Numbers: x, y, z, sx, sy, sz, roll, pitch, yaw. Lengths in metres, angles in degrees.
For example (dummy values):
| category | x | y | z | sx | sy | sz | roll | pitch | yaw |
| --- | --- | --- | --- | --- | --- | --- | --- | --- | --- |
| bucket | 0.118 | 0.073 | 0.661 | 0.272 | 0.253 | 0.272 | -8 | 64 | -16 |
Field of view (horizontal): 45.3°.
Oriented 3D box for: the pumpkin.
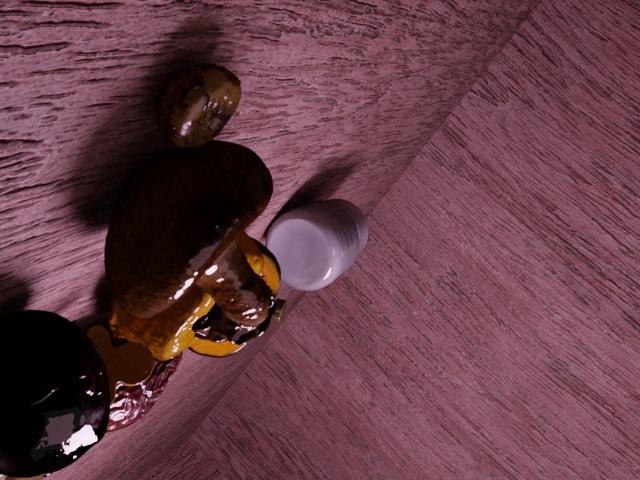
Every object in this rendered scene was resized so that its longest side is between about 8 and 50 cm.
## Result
| category | x | y | z | sx | sy | sz | roll | pitch | yaw |
| --- | --- | --- | --- | --- | --- | --- | --- | --- | --- |
| pumpkin | -0.244 | 0.112 | 1.937 | 0.325 | 0.242 | 0.232 | -54 | -162 | 14 |

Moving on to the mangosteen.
| category | x | y | z | sx | sy | sz | roll | pitch | yaw |
| --- | --- | --- | --- | --- | --- | --- | --- | --- | --- |
| mangosteen | -0.487 | 0.248 | 1.232 | 0.287 | 0.287 | 0.233 | -42 | 159 | -30 |

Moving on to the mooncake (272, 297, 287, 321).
| category | x | y | z | sx | sy | sz | roll | pitch | yaw |
| --- | --- | --- | --- | --- | --- | --- | --- | --- | --- |
| mooncake | -0.120 | 0.168 | 2.007 | 0.150 | 0.057 | 0.347 | -66 | -172 | -21 |

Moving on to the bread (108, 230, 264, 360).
| category | x | y | z | sx | sy | sz | roll | pitch | yaw |
| --- | --- | --- | --- | --- | --- | --- | --- | --- | --- |
| bread | -0.275 | 0.092 | 1.623 | 0.337 | 0.204 | 0.358 | -47 | 173 | 27 |

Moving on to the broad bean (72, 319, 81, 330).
| category | x | y | z | sx | sy | sz | roll | pitch | yaw |
| --- | --- | --- | --- | --- | --- | --- | --- | --- | --- |
| broad bean | -0.505 | 0.257 | 1.456 | 0.065 | 0.046 | 0.254 | 73 | 19 | -50 |

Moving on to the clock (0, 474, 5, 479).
| category | x | y | z | sx | sy | sz | roll | pitch | yaw |
| --- | --- | --- | --- | --- | --- | --- | --- | --- | --- |
| clock | -0.651 | 0.394 | 1.477 | 0.284 | 0.114 | 0.309 | -47 | 173 | -9 |

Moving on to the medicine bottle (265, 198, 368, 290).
| category | x | y | z | sx | sy | sz | roll | pitch | yaw |
| --- | --- | --- | --- | --- | --- | --- | --- | --- | --- |
| medicine bottle | 0.000 | 0.000 | 2.308 | 0.245 | 0.245 | 0.306 | -52 | 169 | 27 |

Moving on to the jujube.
| category | x | y | z | sx | sy | sz | roll | pitch | yaw |
| --- | --- | --- | --- | --- | --- | --- | --- | --- | --- |
| jujube | -0.432 | 0.278 | 1.684 | 0.216 | 0.216 | 0.342 | -52 | 169 | 28 |

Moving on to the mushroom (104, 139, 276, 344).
| category | x | y | z | sx | sy | sz | roll | pitch | yaw |
| --- | --- | --- | --- | --- | --- | --- | --- | --- | --- |
| mushroom | -0.201 | 0.026 | 1.297 | 0.331 | 0.356 | 0.334 | -27 | -178 | -33 |

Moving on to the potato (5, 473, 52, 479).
| category | x | y | z | sx | sy | sz | roll | pitch | yaw |
| --- | --- | --- | --- | --- | --- | --- | --- | --- | --- |
| potato | -0.603 | 0.436 | 1.755 | 0.296 | 0.141 | 0.191 | -47 | 173 | -19 |

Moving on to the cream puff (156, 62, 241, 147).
| category | x | y | z | sx | sy | sz | roll | pitch | yaw |
| --- | --- | --- | --- | --- | --- | --- | --- | --- | --- |
| cream puff | -0.187 | -0.208 | 1.142 | 0.149 | 0.084 | 0.149 | -48 | 167 | -14 |

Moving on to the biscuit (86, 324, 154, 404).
| category | x | y | z | sx | sy | sz | roll | pitch | yaw |
| --- | --- | --- | --- | --- | --- | --- | --- | --- | --- |
| biscuit | -0.433 | 0.239 | 1.445 | 0.240 | 0.158 | 0.035 | 3 | 160 | -31 |
